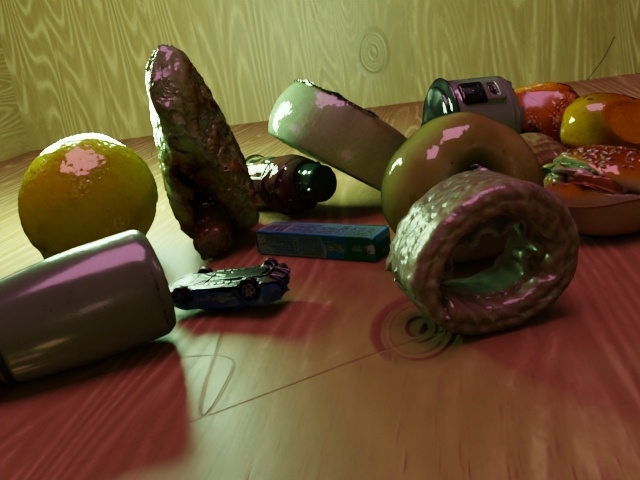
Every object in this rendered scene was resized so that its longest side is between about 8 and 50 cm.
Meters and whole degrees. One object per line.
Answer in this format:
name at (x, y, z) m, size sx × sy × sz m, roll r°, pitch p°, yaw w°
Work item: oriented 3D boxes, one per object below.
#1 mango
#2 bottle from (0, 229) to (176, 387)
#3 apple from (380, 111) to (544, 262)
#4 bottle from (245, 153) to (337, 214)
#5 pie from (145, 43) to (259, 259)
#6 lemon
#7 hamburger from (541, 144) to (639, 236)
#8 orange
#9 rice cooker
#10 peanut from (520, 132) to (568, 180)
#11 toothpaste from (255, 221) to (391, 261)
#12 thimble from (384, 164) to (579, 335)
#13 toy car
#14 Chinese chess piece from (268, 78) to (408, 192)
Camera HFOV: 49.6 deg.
mango at (0.681, -0.257, 1.598) m, size 0.290 × 0.160 × 0.191 m, roll -3°, pitch -4°, yaw -15°
bottle at (-0.387, 0.112, 0.967) m, size 0.347 × 0.169 × 0.168 m, roll -20°, pitch 20°, yaw -18°
apple at (0.228, -0.087, 1.146) m, size 0.262 × 0.262 × 0.262 m, roll -8°, pitch 17°, yaw 3°
bottle at (-0.071, -0.133, 1.611) m, size 0.271 × 0.143 × 0.156 m, roll 6°, pitch 48°, yaw 45°
pie at (-0.261, -0.202, 1.460) m, size 0.180 × 0.418 × 0.395 m, roll -17°, pitch 17°, yaw -8°
lemon at (-0.476, -0.081, 1.429) m, size 0.293 × 0.293 × 0.293 m, roll -8°, pitch 17°, yaw 3°
hamburger at (0.498, -0.092, 1.191) m, size 0.236 × 0.147 × 0.237 m, roll -5°, pitch 18°, yaw 2°
orange at (0.575, -0.323, 1.832) m, size 0.234 × 0.182 × 0.234 m, roll -7°, pitch 25°, yaw 3°
rice cooker at (0.362, -0.290, 1.727) m, size 0.227 × 0.241 × 0.281 m, roll -8°, pitch 62°, yaw -9°
peanut at (0.465, -0.173, 1.520) m, size 0.233 × 0.110 × 0.196 m, roll -16°, pitch 30°, yaw -23°
toothpaste at (0.000, 0.000, 1.301) m, size 0.266 × 0.050 × 0.065 m, roll 3°, pitch 20°, yaw 33°
thimble at (0.214, 0.014, 0.929) m, size 0.229 × 0.196 × 0.148 m, roll -40°, pitch 17°, yaw 0°
toy car at (-0.150, 0.079, 1.108) m, size 0.216 × 0.063 × 0.103 m, roll -8°, pitch 16°, yaw 22°
Chinese chess piece at (0.052, -0.234, 1.592) m, size 0.349 × 0.146 × 0.349 m, roll 28°, pitch 5°, yaw -2°
